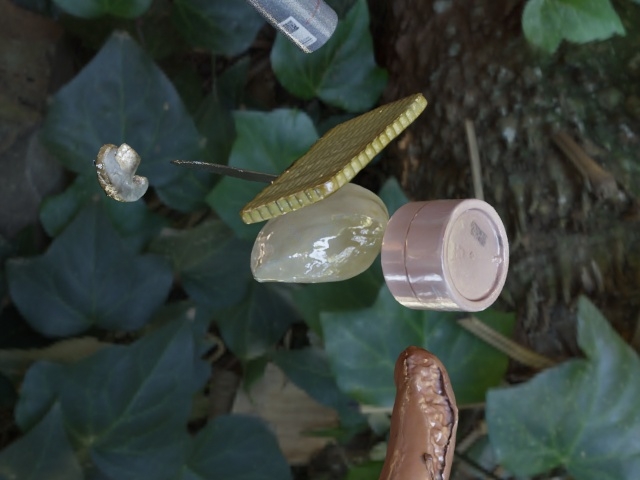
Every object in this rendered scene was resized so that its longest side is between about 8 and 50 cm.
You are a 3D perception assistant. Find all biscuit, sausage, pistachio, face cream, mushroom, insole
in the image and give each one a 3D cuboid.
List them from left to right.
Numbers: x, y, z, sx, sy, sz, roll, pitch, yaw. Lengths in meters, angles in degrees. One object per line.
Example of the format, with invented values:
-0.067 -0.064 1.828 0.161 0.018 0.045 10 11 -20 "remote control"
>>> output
-0.186 -0.062 1.015 0.019 0.049 0.101 24 170 17 "mushroom"
-0.122 -0.110 1.799 0.111 0.007 0.328 1 176 36 "insole"
-0.092 -0.355 1.420 0.073 0.073 0.283 -31 132 27 "face cream"
0.000 0.000 1.682 0.238 0.153 0.138 -30 172 -11 "pistachio"
0.020 -0.105 1.377 0.172 0.254 0.029 -17 111 45 "biscuit"
0.078 0.209 0.963 0.078 0.304 0.078 9 132 11 "sausage"
0.166 0.020 1.436 0.104 0.149 0.149 -1 145 45 "face cream"
